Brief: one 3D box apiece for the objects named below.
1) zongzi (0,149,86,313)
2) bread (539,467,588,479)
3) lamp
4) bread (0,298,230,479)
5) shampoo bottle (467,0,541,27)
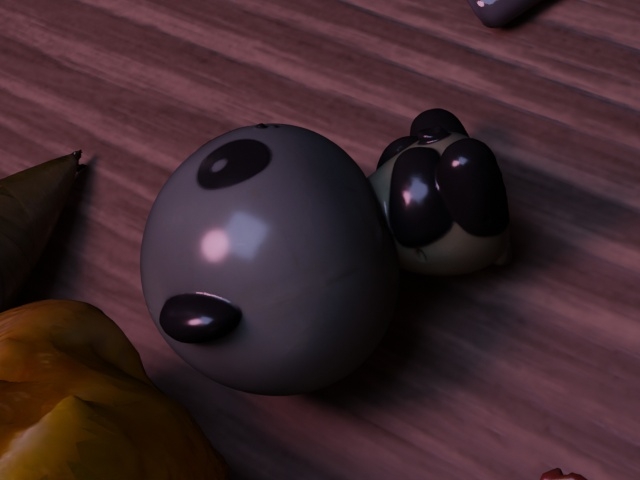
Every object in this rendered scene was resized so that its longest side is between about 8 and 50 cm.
[{"bbox_3d":[-0.303,0.043,1.335,0.228,0.115,0.256,-46,4,41],"label":"zongzi"},{"bbox_3d":[0.141,0.264,0.901,0.274,0.149,0.274,-19,50,24],"label":"bread"},{"bbox_3d":[0.000,0.000,1.115,0.244,0.197,0.197,-23,53,-1],"label":"lamp"},{"bbox_3d":[-0.250,0.209,1.059,0.394,0.361,0.250,-25,95,15],"label":"bread"},{"bbox_3d":[0.174,-0.222,1.218,0.165,0.040,0.080,-32,51,12],"label":"shampoo bottle"}]
